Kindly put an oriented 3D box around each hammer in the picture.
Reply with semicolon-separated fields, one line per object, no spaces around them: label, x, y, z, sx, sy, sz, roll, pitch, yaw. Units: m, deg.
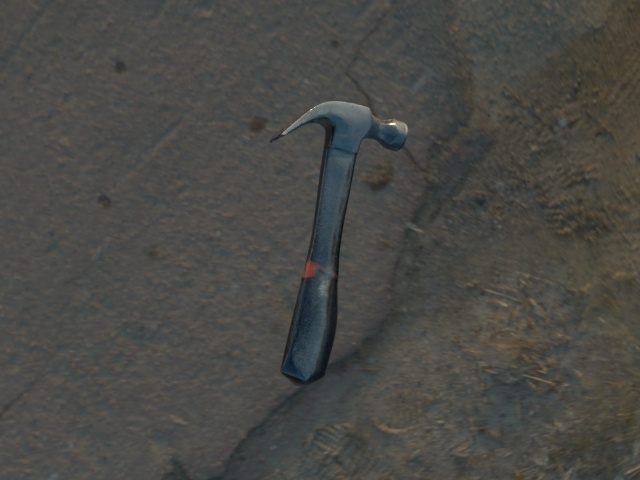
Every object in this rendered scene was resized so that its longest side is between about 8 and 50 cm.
hammer;0.000;0.000;0.999;0.137;0.037;0.290;15;79;-21
